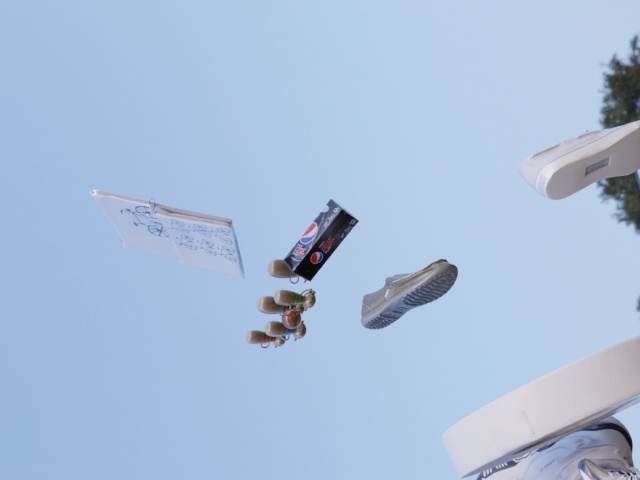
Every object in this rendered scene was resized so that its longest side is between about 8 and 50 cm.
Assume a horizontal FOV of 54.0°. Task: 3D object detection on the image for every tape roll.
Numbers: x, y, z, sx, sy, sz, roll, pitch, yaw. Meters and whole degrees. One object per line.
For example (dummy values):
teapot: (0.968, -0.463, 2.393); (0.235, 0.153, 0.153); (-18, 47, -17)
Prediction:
tape roll: (0.371, 0.255, 0.962); (0.392, 0.392, 0.072); (8, -130, -47)

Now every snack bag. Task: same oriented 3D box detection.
snack bag: (-0.355, -0.009, 1.500); (0.323, 0.343, 0.037); (94, -169, -66)

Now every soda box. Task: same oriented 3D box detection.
soda box: (0.000, 0.000, 1.316); (0.060, 0.053, 0.169); (31, -79, -38)

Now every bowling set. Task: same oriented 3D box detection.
bowling set: (-0.079, 0.211, 1.763); (0.154, 0.200, 0.286); (11, -74, -34)

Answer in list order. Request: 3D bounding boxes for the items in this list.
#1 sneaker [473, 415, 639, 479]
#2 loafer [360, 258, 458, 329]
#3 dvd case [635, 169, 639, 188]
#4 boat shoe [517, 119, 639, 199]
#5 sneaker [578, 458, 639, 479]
sneaker: (0.397, 0.459, 1.109); (0.137, 0.366, 0.210); (51, -165, 2)
loafer: (0.177, 0.101, 1.342); (0.094, 0.251, 0.087); (25, -139, -44)
dvd case: (0.579, -0.130, 0.935); (0.022, 0.253, 0.180); (5, -117, -19)
boat shoe: (0.313, -0.101, 0.729); (0.184, 0.063, 0.066); (-26, -48, -12)
sneaker: (0.389, 0.304, 0.775); (0.052, 0.135, 0.058); (-8, -56, -63)
